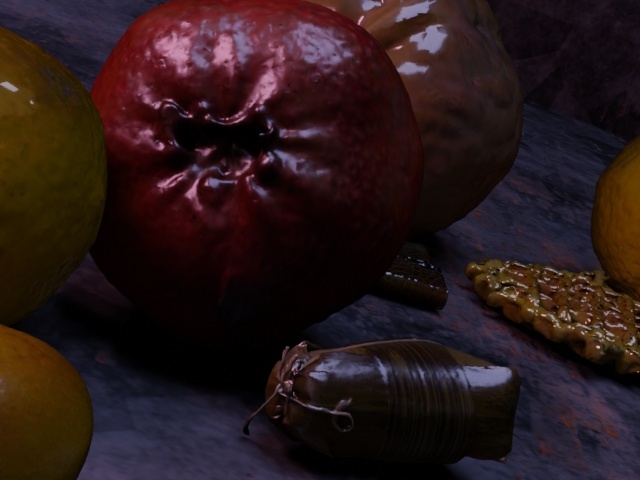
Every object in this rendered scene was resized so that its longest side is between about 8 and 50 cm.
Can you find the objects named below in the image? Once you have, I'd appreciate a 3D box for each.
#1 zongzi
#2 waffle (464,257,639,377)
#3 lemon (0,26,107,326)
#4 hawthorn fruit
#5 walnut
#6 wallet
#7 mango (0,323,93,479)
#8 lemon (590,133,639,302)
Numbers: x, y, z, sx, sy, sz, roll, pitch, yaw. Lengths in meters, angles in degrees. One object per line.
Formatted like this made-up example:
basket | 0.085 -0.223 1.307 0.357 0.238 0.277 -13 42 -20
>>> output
zongzi | 0.020 0.101 0.996 0.187 0.084 0.184 9 5 -26
waffle | 0.282 0.080 1.452 0.245 0.052 0.254 6 20 -41
lemon | -0.234 -0.039 0.877 0.204 0.204 0.260 20 19 -6
hawthorn fruit | -0.046 -0.051 1.073 0.265 0.265 0.307 25 -1 14
walnut | 0.077 -0.151 1.538 0.306 0.306 0.344 30 18 29
wallet | 0.000 0.000 1.368 0.243 0.039 0.133 15 19 -15
mango | -0.210 0.094 0.666 0.227 0.099 0.136 -10 36 -46
lemon | 0.439 -0.019 1.640 0.253 0.253 0.310 22 11 4
